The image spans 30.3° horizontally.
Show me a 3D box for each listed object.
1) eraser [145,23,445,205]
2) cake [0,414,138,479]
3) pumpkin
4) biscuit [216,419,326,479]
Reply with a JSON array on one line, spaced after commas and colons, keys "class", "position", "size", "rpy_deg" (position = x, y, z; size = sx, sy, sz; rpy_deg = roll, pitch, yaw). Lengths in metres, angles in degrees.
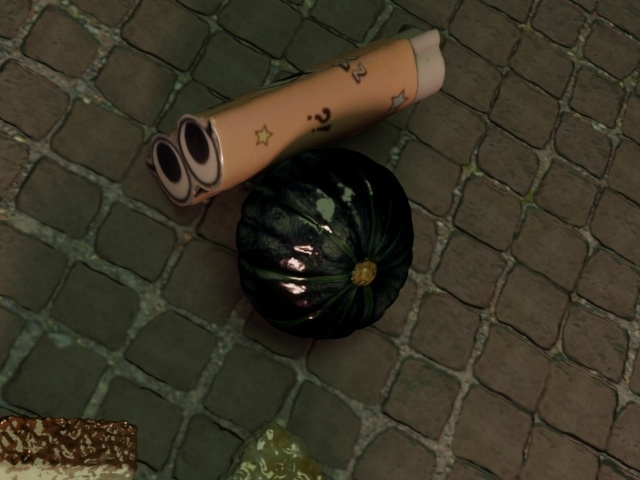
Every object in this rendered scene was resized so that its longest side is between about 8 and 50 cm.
[{"class": "eraser", "position": [-0.022, -0.130, 1.215], "size": [0.290, 0.171, 0.087], "rpy_deg": [-26, 95, -31]}, {"class": "cake", "position": [-0.222, 0.229, 0.955], "size": [0.134, 0.135, 0.147], "rpy_deg": [5, 62, -24]}, {"class": "pumpkin", "position": [0.008, 0.004, 1.149], "size": [0.194, 0.194, 0.150], "rpy_deg": [-6, 47, -25]}, {"class": "biscuit", "position": [-0.068, 0.284, 1.049], "size": [0.188, 0.040, 0.266], "rpy_deg": [22, 56, -12]}]
